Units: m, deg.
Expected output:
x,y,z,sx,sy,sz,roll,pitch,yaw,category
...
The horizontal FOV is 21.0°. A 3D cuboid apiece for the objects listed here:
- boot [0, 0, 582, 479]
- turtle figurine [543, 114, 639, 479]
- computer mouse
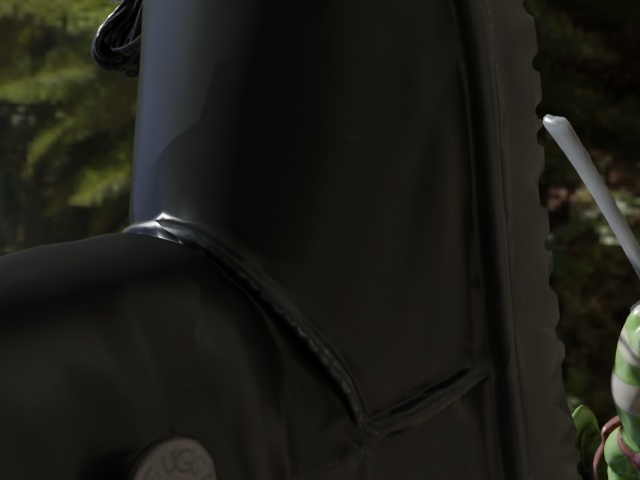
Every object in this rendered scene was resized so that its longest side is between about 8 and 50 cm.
x,y,z,sx,sy,sz,roll,pitch,yaw,category
-0.123,0.022,0.549,0.445,0.146,0.367,-20,-83,-35,boot
0.228,0.053,0.832,0.198,0.266,0.274,54,-128,-55,turtle figurine
-0.112,-0.161,0.914,0.042,0.193,0.106,20,-77,-29,computer mouse
